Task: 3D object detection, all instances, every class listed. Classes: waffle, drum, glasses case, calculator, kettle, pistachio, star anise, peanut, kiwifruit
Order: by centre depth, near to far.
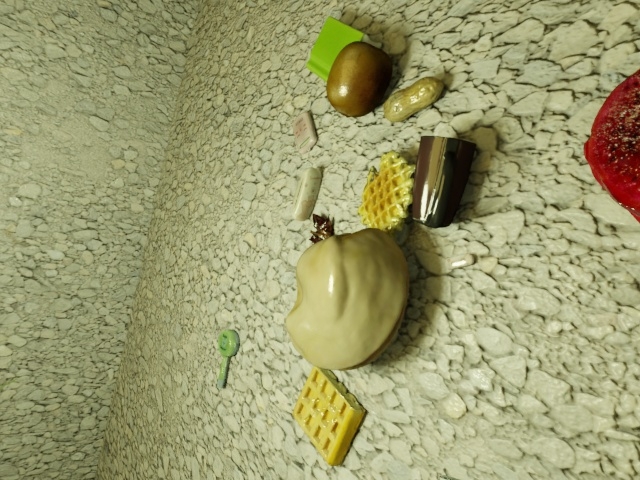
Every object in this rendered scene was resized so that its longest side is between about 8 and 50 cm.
[{"bbox_3d":[0.317,-0.146,1.200,0.202,0.144,0.232,-87,6,-82],"label":"kettle"},{"bbox_3d":[0.364,0.056,1.212,0.083,0.021,0.032,-18,71,46],"label":"glasses case"},{"bbox_3d":[0.071,0.162,1.328,0.365,0.281,0.445,41,108,34],"label":"pistachio"},{"bbox_3d":[0.270,-0.416,1.374,0.214,0.099,0.099,-15,71,41],"label":"peanut"},{"bbox_3d":[0.197,-0.137,1.379,0.250,0.056,0.261,41,118,60],"label":"waffle"},{"bbox_3d":[0.121,-0.510,1.482,0.196,0.196,0.234,45,123,44],"label":"kiwifruit"},{"bbox_3d":[0.018,0.556,1.491,0.248,0.055,0.221,37,110,46],"label":"waffle"},{"bbox_3d":[0.003,0.001,1.623,0.157,0.053,0.212,-45,53,33],"label":"star anise"},{"bbox_3d":[-0.051,-0.169,1.702,0.051,0.081,0.204,26,104,47],"label":"glasses case"},{"bbox_3d":[-0.062,-0.418,1.800,0.100,0.032,0.175,-37,57,39],"label":"calculator"},{"bbox_3d":[-0.399,0.513,1.993,0.130,0.049,0.253,-11,74,48],"label":"drum"}]

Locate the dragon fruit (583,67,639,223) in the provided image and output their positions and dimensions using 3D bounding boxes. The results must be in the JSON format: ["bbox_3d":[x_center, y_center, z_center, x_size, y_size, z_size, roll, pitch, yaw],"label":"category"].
[{"bbox_3d":[0.663,-0.150,0.741,0.386,0.249,0.371,-11,58,44],"label":"dragon fruit"}]

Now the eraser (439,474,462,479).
[{"bbox_3d":[0.338,0.663,1.118,0.104,0.023,0.150,-10,75,49],"label":"eraser"}]

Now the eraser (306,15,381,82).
[{"bbox_3d":[0.074,-0.659,1.647,0.210,0.092,0.274,-60,43,23],"label":"eraser"}]
